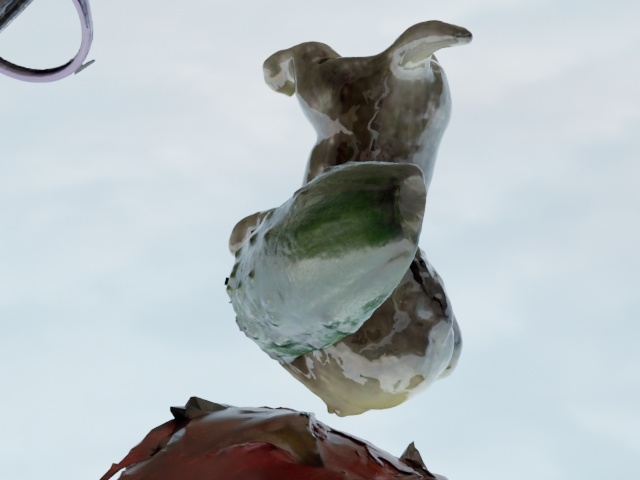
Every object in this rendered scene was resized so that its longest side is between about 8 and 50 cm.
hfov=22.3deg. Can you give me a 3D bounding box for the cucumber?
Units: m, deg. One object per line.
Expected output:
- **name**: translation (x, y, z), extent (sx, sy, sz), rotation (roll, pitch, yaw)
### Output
- **cucumber**: translation (0.000, 0.000, 0.584), extent (0.035, 0.067, 0.107), rotation (19, 154, -21)

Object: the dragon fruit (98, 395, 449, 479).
- **dragon fruit**: translation (-0.029, 0.253, 1.022), extent (0.302, 0.295, 0.295), rotation (38, -148, 5)

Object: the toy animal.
- **toy animal**: translation (0.030, -0.015, 0.981), extent (0.121, 0.233, 0.169), rotation (5, -175, -23)

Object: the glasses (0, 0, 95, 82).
- **glasses**: translation (-0.065, -0.122, 0.552), extent (0.140, 0.062, 0.104), rotation (-39, -166, 41)
